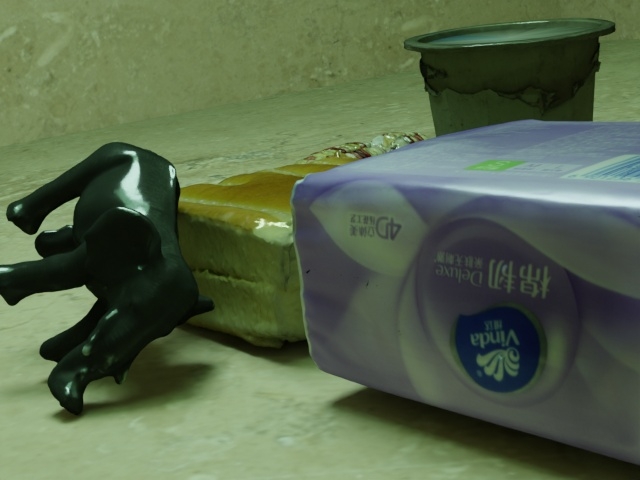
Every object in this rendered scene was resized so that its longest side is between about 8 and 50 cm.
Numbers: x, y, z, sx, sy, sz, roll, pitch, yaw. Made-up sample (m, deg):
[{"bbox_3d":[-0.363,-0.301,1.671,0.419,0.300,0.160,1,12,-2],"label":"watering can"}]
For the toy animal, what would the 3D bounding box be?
[{"bbox_3d":[-0.163,0.015,0.852,0.146,0.114,0.245,-25,53,12],"label":"toy animal"}]

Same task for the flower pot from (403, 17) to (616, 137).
[{"bbox_3d":[0.197,-0.116,1.173,0.212,0.202,0.212,-6,11,1],"label":"flower pot"}]

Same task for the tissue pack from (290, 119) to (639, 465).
[{"bbox_3d":[0.174,0.018,0.693,0.242,0.160,0.338,-15,14,-38],"label":"tissue pack"}]

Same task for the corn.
[{"bbox_3d":[0.059,-0.069,1.281,0.098,0.098,0.290,2,15,33],"label":"corn"}]

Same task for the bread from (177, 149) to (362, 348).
[{"bbox_3d":[0.000,0.000,0.968,0.239,0.111,0.246,-16,16,-33],"label":"bread"}]
